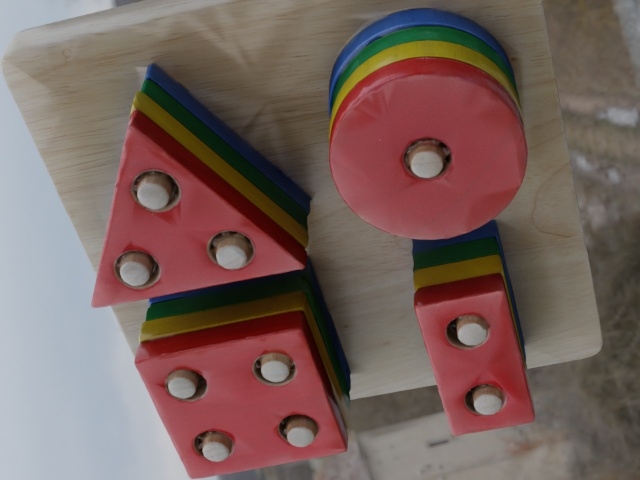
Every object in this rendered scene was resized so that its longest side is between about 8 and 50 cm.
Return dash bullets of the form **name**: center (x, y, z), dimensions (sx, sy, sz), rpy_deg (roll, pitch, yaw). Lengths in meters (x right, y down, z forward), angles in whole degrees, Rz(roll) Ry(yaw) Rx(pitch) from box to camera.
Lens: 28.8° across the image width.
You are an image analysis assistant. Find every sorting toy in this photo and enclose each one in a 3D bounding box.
- **sorting toy**: center (0.000, 0.000, 0.623), dimensions (0.089, 0.257, 0.256), rpy_deg (-86, -18, -54)
